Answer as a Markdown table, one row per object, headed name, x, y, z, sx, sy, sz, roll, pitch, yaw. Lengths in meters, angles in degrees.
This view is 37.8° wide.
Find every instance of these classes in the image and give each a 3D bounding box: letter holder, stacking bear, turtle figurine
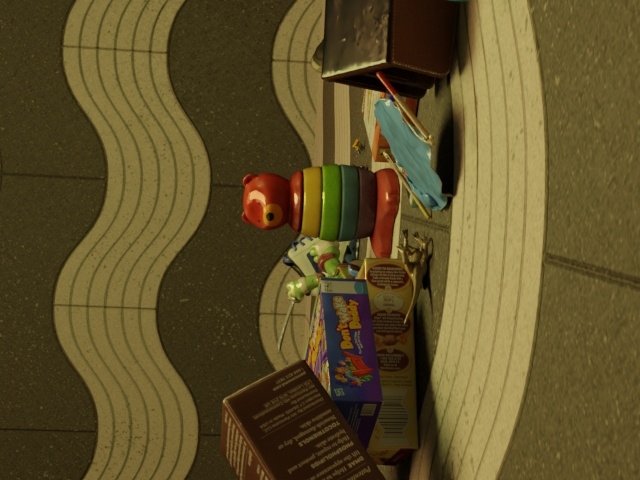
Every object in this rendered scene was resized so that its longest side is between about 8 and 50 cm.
| name | x | y | z | sx | sy | sz | roll | pitch | yaw |
| --- | --- | --- | --- | --- | --- | --- | --- | --- | --- |
| letter holder | 0.136 | -0.374 | 1.364 | 0.152 | 0.214 | 0.301 | -1 | 85 | 53 |
| stacking bear | -0.008 | -0.071 | 1.815 | 0.164 | 0.289 | 0.175 | -95 | 9 | -55 |
| turtle figurine | 0.020 | 0.127 | 1.944 | 0.266 | 0.198 | 0.274 | -90 | 8 | -64 |

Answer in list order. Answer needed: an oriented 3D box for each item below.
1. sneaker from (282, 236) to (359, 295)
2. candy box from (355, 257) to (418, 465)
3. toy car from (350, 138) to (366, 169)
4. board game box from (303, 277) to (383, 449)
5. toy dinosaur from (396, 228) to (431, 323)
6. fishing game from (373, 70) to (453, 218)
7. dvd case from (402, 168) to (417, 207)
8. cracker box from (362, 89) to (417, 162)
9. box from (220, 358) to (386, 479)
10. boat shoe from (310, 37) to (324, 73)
| name | x | y | z | sx | sy | sz | roll | pitch | yaw |
| --- | --- | --- | --- | --- | --- | --- | --- | --- | --- |
| sneaker | 0.000 | 0.001 | 2.279 | 0.127 | 0.182 | 0.315 | 155 | 118 | -82 |
| candy box | 0.102 | 0.207 | 1.575 | 0.183 | 0.088 | 0.316 | 109 | 163 | -68 |
| toy car | 0.099 | -0.184 | 2.202 | 0.040 | 0.060 | 0.122 | 42 | -127 | -36 |
| board game box | 0.021 | 0.261 | 1.527 | 0.347 | 0.078 | 0.233 | 101 | 168 | -46 |
| toy dinosaur | 0.150 | 0.042 | 1.452 | 0.183 | 0.053 | 0.092 | -82 | -17 | -55 |
| fishing game | 0.137 | -0.128 | 1.349 | 0.189 | 0.041 | 0.264 | 57 | 173 | 24 |
| dvd case | 0.156 | -0.123 | 1.578 | 0.119 | 0.013 | 0.087 | -93 | 8 | -55 |
| cracker box | 0.124 | -0.259 | 1.704 | 0.232 | 0.067 | 0.155 | -95 | 10 | -60 |
| box | 0.015 | 0.371 | 1.257 | 0.381 | 0.143 | 0.191 | 55 | 156 | 25 |
| boat shoe | 0.063 | -0.418 | 1.907 | 0.355 | 0.132 | 0.130 | -74 | -2 | -64 |
